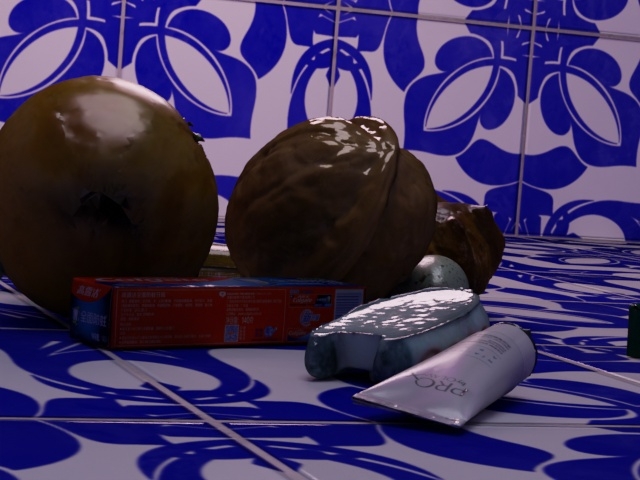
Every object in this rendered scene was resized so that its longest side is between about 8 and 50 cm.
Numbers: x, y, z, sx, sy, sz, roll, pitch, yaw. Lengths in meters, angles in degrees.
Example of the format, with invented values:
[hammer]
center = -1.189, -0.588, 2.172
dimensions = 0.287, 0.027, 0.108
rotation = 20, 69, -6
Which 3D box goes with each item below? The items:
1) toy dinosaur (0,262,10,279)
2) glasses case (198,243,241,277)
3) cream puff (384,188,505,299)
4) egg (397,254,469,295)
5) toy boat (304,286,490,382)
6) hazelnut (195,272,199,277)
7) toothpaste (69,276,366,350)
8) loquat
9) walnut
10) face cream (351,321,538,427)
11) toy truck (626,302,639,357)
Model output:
[toy dinosaur]
center = -0.345, 0.036, 2.099
dimensions = 0.154, 0.049, 0.055
rotation = 14, 10, -22
[glasses case]
center = -0.165, 0.035, 2.246
dimensions = 0.234, 0.064, 0.079
rotation = 3, -3, -1
[cream puff]
center = 0.111, 0.019, 2.211
dimensions = 0.241, 0.155, 0.269
rotation = -1, 11, -8
[egg]
center = 0.133, 0.061, 2.021
dimensions = 0.085, 0.085, 0.110
rotation = 4, 12, -3
[toy boat]
center = 0.079, 0.101, 1.586
dimensions = 0.134, 0.079, 0.207
rotation = -2, 10, 34
[hazelnut]
center = -0.236, 0.008, 2.054
dimensions = 0.201, 0.160, 0.170
rotation = 42, 17, -11
[toothpaste]
center = -0.098, 0.072, 1.746
dimensions = 0.320, 0.066, 0.076
rotation = 2, 4, -40
[loquat]
center = -0.234, -0.045, 1.839
dimensions = 0.263, 0.263, 0.263
rotation = 4, 4, 0
[walnut]
center = 0.015, -0.032, 1.972
dimensions = 0.224, 0.257, 0.257
rotation = 28, -5, -19
[face cream]
center = 0.115, 0.116, 1.427
dimensions = 0.092, 0.058, 0.243
rotation = 11, 12, 23
[toy truck]
center = 0.415, 0.102, 1.867
dimensions = 0.147, 0.065, 0.079
rotation = 7, 7, 39
